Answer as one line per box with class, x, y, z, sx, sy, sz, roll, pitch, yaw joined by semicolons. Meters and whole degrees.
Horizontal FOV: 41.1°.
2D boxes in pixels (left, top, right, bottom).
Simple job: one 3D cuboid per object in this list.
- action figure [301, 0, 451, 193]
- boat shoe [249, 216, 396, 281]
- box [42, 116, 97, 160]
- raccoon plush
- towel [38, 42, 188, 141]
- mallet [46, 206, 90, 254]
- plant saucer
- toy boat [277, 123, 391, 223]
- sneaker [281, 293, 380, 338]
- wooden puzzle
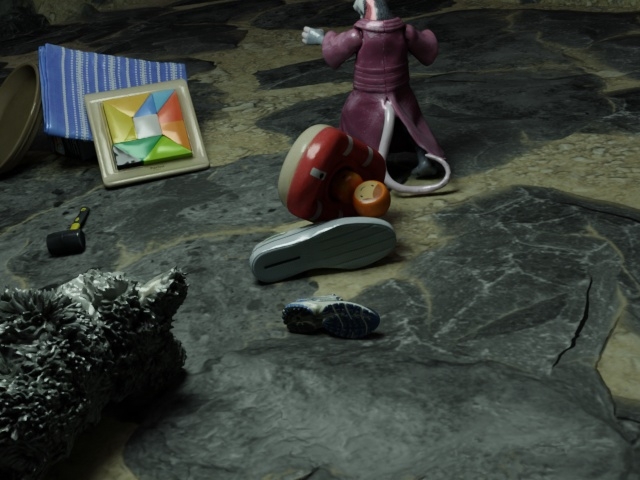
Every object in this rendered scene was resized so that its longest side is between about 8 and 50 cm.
action figure;0.098;-0.291;1.549;0.248;0.370;0.276;-7;26;2
boat shoe;0.000;0.000;1.303;0.226;0.083;0.076;-10;27;-3
box;-0.506;-0.309;1.989;0.142;0.163;0.247;14;33;40
raccoon plush;-0.263;0.208;0.925;0.299;0.216;0.447;-2;52;-22
towel;-0.442;-0.315;1.872;0.335;0.040;0.243;3;59;-27
mallet;-0.451;-0.022;1.536;0.062;0.039;0.190;-13;21;-6
plant saucer;-0.686;-0.265;1.901;0.041;0.278;0.278;23;3;-39
toy boat;0.044;-0.082;1.328;0.151;0.151;0.231;29;6;36
sneaker;0.019;0.093;1.145;0.135;0.052;0.058;5;24;23
wooden puzzle;-0.365;-0.234;1.784;0.220;0.044;0.239;-13;67;-15
